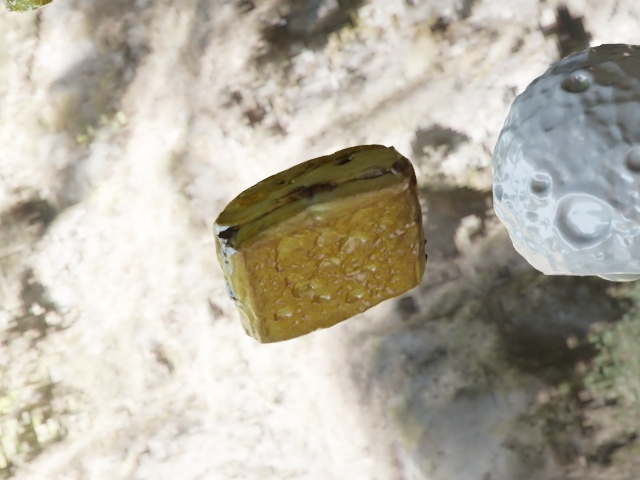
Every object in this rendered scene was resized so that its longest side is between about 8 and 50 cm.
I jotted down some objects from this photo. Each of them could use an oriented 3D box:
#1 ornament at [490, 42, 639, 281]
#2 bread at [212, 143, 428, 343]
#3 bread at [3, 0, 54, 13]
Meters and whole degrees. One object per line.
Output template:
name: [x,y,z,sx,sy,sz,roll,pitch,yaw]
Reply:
ornament: [0.390,-0.100,1.768,0.337,0.337,0.337,47,-148,-44]
bread: [0.000,0.000,1.499,0.210,0.235,0.099,77,168,-49]
bread: [-0.204,-0.258,0.930,0.132,0.103,0.172,-45,-60,-32]
